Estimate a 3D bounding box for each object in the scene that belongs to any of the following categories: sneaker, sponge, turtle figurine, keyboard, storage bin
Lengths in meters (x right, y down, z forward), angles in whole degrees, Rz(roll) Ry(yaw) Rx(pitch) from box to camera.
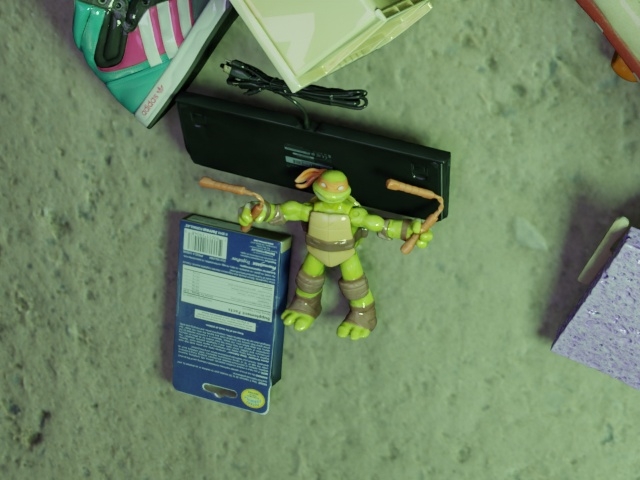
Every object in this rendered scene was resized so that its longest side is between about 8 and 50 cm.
[{"bbox_3d":[-0.180,-0.284,1.705,0.178,0.124,0.295,38,119,-3],"label":"sneaker"},{"bbox_3d":[0.331,0.077,1.587,0.117,0.031,0.210,26,142,2],"label":"sponge"},{"bbox_3d":[0.000,0.000,1.720,0.269,0.087,0.217,4,124,3],"label":"turtle figurine"},{"bbox_3d":[-0.011,-0.118,1.676,0.317,0.033,0.201,14,147,13],"label":"keyboard"},{"bbox_3d":[-0.007,-0.315,1.534,0.123,0.260,0.262,-35,91,30],"label":"storage bin"}]

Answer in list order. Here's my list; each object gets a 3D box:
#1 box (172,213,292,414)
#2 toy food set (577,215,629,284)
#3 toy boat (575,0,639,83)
[{"bbox_3d":[-0.109,0.089,1.838,0.136,0.036,0.225,13,110,20],"label":"box"},{"bbox_3d":[0.390,0.019,1.571,0.218,0.071,0.128,20,142,8],"label":"toy food set"},{"bbox_3d":[0.331,-0.208,1.505,0.231,0.151,0.151,55,155,8],"label":"toy boat"}]
